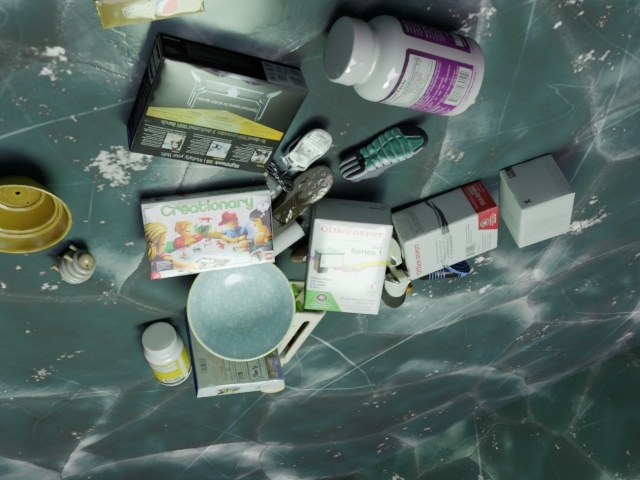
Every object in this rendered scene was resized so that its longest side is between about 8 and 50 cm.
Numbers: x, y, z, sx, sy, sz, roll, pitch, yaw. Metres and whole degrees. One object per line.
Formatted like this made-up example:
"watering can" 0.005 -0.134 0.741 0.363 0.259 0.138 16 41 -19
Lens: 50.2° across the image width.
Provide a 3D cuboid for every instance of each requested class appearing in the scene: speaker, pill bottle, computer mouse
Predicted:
"speaker" -0.109 0.002 1.779 0.136 0.055 0.055 -36 144 -8
"pill bottle" -0.462 0.339 2.045 0.119 0.119 0.208 -12 143 -8
"pill bottle" 0.165 -0.355 1.374 0.302 0.169 0.169 6 137 -28
"computer mouse" -0.049 -0.198 1.590 0.106 0.042 0.193 35 122 -29

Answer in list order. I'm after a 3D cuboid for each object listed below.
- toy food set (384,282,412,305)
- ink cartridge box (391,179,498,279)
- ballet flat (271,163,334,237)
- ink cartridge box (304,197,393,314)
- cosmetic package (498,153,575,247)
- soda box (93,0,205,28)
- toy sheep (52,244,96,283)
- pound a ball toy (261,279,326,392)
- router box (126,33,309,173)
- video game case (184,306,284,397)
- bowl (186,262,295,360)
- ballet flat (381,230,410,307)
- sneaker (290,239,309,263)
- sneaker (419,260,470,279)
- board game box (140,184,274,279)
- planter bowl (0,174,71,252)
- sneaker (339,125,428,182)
"toy food set" 0.147 0.117 2.019 0.232 0.111 0.104 14 133 -34
"ink cartridge box" 0.346 -0.025 1.907 0.273 0.114 0.197 -22 143 -3
"ballet flat" -0.058 -0.102 1.707 0.084 0.058 0.250 40 116 -8
"ink cartridge box" 0.068 0.043 1.780 0.201 0.117 0.278 5 120 -3
"cosmetic package" 0.591 -0.107 1.883 0.151 0.151 0.183 -18 145 0
"soda box" -0.297 -0.422 1.183 0.181 0.061 0.058 -13 144 -7
"toy sheep" -0.599 0.063 1.667 0.091 0.091 0.132 20 143 -40
"pound a ball toy" -0.087 0.298 2.076 0.136 0.208 0.319 6 136 -29
"router box" -0.213 -0.268 1.400 0.309 0.081 0.243 7 136 -30
"video game case" -0.252 0.309 1.968 0.244 0.269 0.061 -3 142 -19
"bowl" -0.218 0.172 1.874 0.289 0.289 0.156 -13 -174 -7
"ballet flat" 0.192 0.076 1.890 0.095 0.096 0.280 -27 112 -19
"sneaker" 0.000 0.000 1.865 0.188 0.066 0.071 -20 124 -1
"sneaker" 0.346 0.081 2.091 0.232 0.081 0.090 13 137 -25
"board game box" -0.268 -0.022 1.650 0.305 0.053 0.193 -8 113 -13
"planter bowl" -0.649 -0.074 1.460 0.217 0.090 0.217 -11 144 -8
"sneaker" 0.156 -0.207 1.657 0.224 0.083 0.098 -21 164 11
